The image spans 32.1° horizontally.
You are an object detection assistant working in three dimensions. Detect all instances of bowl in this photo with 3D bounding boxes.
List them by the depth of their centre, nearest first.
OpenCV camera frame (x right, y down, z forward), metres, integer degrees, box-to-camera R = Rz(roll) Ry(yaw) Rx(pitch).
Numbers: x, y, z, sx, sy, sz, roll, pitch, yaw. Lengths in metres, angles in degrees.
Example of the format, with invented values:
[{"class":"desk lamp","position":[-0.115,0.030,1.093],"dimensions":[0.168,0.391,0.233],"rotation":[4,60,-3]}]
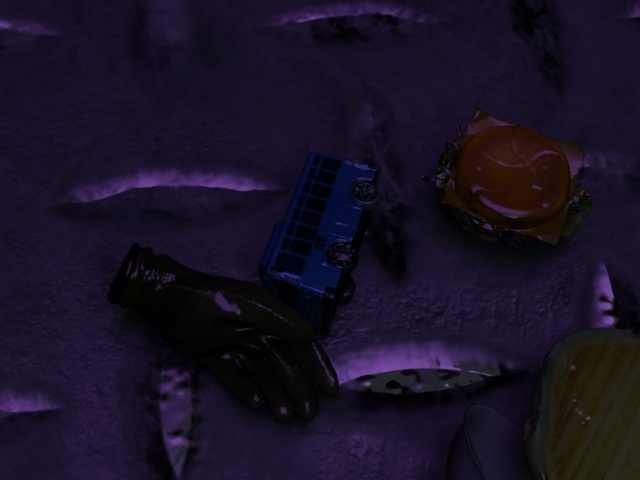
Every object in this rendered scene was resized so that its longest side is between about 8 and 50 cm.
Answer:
[{"class":"bowl","position":[0.177,0.260,1.103],"dimensions":[0.086,0.189,0.189],"rotation":[-42,66,19]}]

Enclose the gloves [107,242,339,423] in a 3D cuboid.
[{"class":"gloves","position":[-0.098,0.092,1.175],"dimensions":[0.268,0.135,0.107],"rotation":[35,38,1]}]

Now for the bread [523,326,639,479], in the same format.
[{"class":"bread","position":[0.340,0.224,1.144],"dimensions":[0.301,0.045,0.301],"rotation":[13,51,-16]}]

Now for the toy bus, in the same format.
[{"class":"toy bus","position":[0.000,0.000,1.249],"dimensions":[0.106,0.090,0.184],"rotation":[17,59,5]}]

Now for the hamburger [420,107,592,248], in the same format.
[{"class":"hamburger","position":[0.221,-0.060,1.298],"dimensions":[0.190,0.093,0.164],"rotation":[30,65,13]}]
